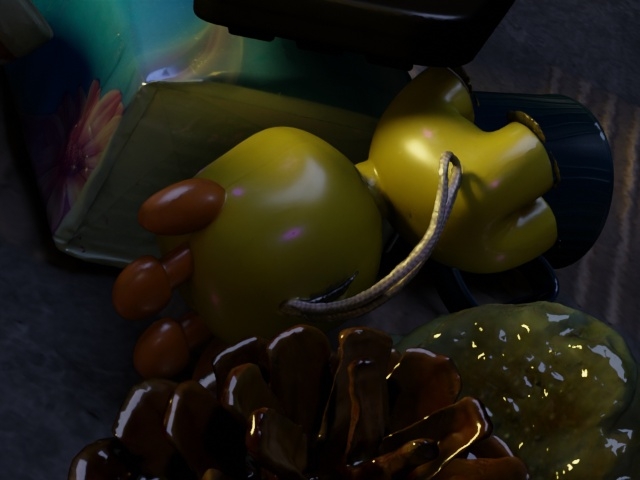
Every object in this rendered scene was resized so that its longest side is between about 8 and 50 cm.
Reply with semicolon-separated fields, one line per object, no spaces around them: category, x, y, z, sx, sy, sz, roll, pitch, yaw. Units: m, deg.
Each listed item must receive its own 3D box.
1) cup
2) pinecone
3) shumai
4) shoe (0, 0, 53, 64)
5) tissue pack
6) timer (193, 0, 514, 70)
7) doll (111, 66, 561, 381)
cup;0.103;-0.028;1.082;0.138;0.113;0.150;0;40;-37
pinecone;-0.006;0.125;0.695;0.208;0.207;0.207;21;31;-14
shumai;0.082;0.124;0.865;0.184;0.184;0.142;43;3;22
shoe;-0.248;-0.123;0.967;0.228;0.125;0.099;27;-17;46
tissue pack;-0.072;-0.109;1.020;0.198;0.146;0.263;11;35;-31
timer;0.027;-0.143;0.914;0.144;0.055;0.187;13;24;11
doll;0.000;0.000;0.864;0.221;0.143;0.135;-26;47;-18
